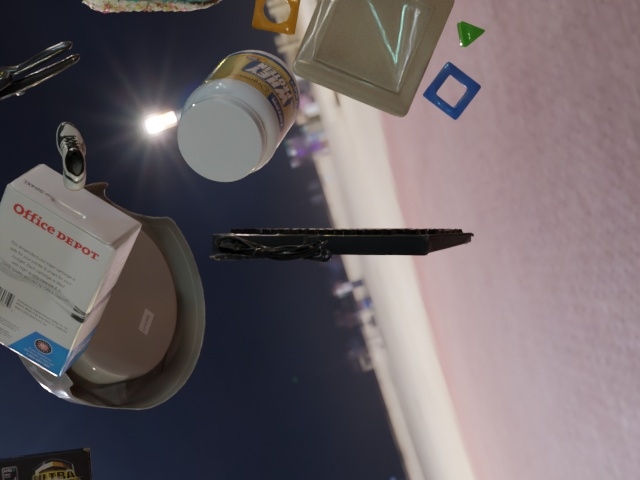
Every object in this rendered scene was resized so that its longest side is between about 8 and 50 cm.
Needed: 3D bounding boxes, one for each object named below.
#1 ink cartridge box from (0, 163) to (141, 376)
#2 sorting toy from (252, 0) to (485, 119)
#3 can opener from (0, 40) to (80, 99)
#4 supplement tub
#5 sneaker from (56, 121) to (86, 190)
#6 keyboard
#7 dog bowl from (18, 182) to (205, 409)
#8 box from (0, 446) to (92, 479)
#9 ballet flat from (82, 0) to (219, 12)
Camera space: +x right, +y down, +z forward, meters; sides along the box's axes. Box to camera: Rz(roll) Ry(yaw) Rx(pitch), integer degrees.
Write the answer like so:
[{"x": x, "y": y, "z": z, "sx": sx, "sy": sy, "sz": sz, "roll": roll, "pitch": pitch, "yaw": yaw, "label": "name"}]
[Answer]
[{"x": -0.320, "y": 0.035, "z": 1.485, "sx": 0.148, "sy": 0.203, "sz": 0.086, "roll": 31, "pitch": -153, "yaw": 4, "label": "ink cartridge box"}, {"x": 0.073, "y": -0.298, "z": 1.797, "sx": 0.047, "sy": 0.347, "sz": 0.196, "roll": -117, "pitch": 49, "yaw": -81, "label": "sorting toy"}, {"x": -0.485, "y": -0.274, "z": 2.073, "sx": 0.073, "sy": 0.186, "sz": 0.059, "roll": -110, "pitch": -2, "yaw": -52, "label": "can opener"}, {"x": -0.117, "y": -0.179, "z": 1.798, "sx": 0.200, "sy": 0.144, "sz": 0.144, "roll": -65, "pitch": -39, "yaw": -61, "label": "supplement tub"}, {"x": -0.272, "y": -0.098, "z": 1.385, "sx": 0.037, "sy": 0.032, "sz": 0.083, "roll": 123, "pitch": 136, "yaw": -61, "label": "sneaker"}, {"x": 0.000, "y": 0.000, "z": 1.479, "sx": 0.201, "sy": 0.317, "sz": 0.033, "roll": -13, "pitch": -80, "yaw": -54, "label": "keyboard"}, {"x": -0.329, "y": 0.091, "z": 1.898, "sx": 0.348, "sy": 0.102, "sz": 0.349, "roll": 21, "pitch": -117, "yaw": -48, "label": "dog bowl"}, {"x": -0.424, "y": 0.265, "z": 1.247, "sx": 0.293, "sy": 0.295, "sz": 0.073, "roll": -15, "pitch": 80, "yaw": 49, "label": "box"}, {"x": -0.253, "y": -0.377, "z": 1.865, "sx": 0.077, "sy": 0.241, "sz": 0.091, "roll": -25, "pitch": 76, "yaw": 46, "label": "ballet flat"}]
